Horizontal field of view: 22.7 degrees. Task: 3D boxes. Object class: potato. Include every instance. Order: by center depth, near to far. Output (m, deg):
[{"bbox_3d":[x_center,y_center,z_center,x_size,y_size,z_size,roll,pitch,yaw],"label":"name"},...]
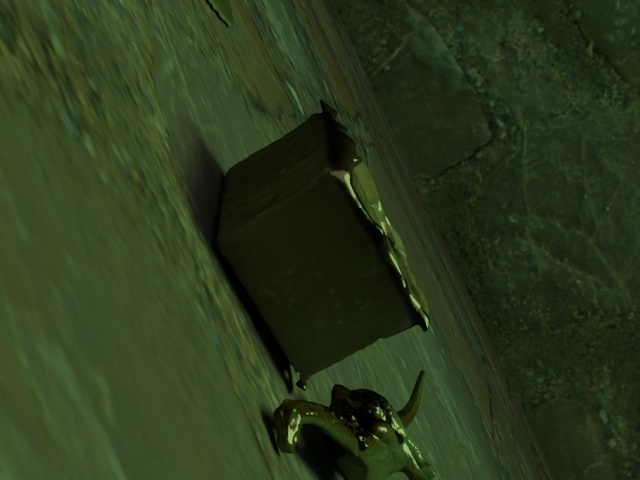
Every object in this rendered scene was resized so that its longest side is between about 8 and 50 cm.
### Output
[{"bbox_3d":[0.000,-0.001,0.627,0.086,0.061,0.122,63,5,-17],"label":"potato"}]

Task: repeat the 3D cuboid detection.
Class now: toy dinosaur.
[{"bbox_3d":[0.021,0.079,0.601,0.180,0.037,0.058,21,49,-80],"label":"toy dinosaur"}]

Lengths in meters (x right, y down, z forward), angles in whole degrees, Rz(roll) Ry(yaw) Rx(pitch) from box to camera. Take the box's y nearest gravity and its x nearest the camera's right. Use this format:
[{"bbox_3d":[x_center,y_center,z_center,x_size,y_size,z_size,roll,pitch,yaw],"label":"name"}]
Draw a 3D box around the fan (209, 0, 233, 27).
[{"bbox_3d":[-0.111,-0.243,0.878,0.329,0.009,0.190,57,11,-55],"label":"fan"}]
